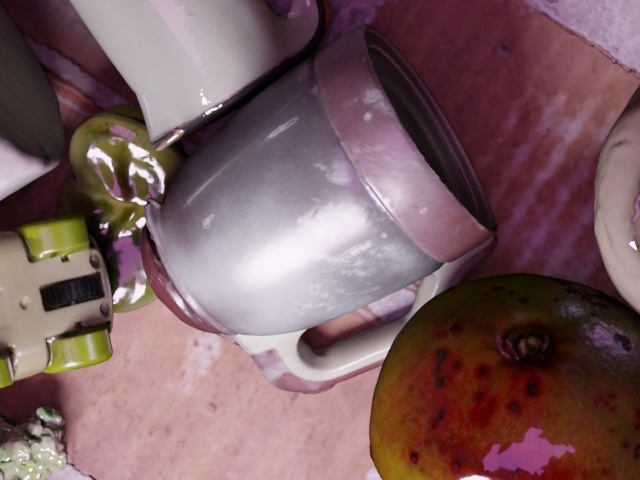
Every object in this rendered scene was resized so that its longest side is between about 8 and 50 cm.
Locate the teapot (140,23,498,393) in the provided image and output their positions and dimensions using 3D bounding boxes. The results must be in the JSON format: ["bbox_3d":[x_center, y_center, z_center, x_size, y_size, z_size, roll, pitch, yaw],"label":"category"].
[{"bbox_3d":[0.000,0.000,1.807,0.312,0.233,0.315,-31,119,15],"label":"teapot"}]

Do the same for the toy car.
[{"bbox_3d":[-0.334,0.067,1.836,0.235,0.235,0.145,-11,92,8],"label":"toy car"}]

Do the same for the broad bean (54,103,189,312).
[{"bbox_3d":[-0.193,-0.031,1.891,0.153,0.072,0.207,5,108,10],"label":"broad bean"}]

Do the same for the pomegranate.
[{"bbox_3d":[0.204,0.177,1.759,0.290,0.323,0.291,-11,61,21],"label":"pomegranate"}]

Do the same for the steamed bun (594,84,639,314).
[{"bbox_3d":[0.387,-0.060,1.736,0.309,0.219,0.324,25,87,-19],"label":"steamed bun"}]

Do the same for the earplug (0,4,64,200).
[{"bbox_3d":[-0.488,-0.102,1.792,0.394,0.312,0.313,-32,91,9],"label":"earplug"}]

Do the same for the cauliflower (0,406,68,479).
[{"bbox_3d":[-0.363,0.238,1.822,0.239,0.315,0.256,23,72,-20],"label":"cauliflower"}]

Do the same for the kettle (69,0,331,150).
[{"bbox_3d":[-0.123,-0.249,1.812,0.240,0.165,0.255,-35,96,-15],"label":"kettle"}]
